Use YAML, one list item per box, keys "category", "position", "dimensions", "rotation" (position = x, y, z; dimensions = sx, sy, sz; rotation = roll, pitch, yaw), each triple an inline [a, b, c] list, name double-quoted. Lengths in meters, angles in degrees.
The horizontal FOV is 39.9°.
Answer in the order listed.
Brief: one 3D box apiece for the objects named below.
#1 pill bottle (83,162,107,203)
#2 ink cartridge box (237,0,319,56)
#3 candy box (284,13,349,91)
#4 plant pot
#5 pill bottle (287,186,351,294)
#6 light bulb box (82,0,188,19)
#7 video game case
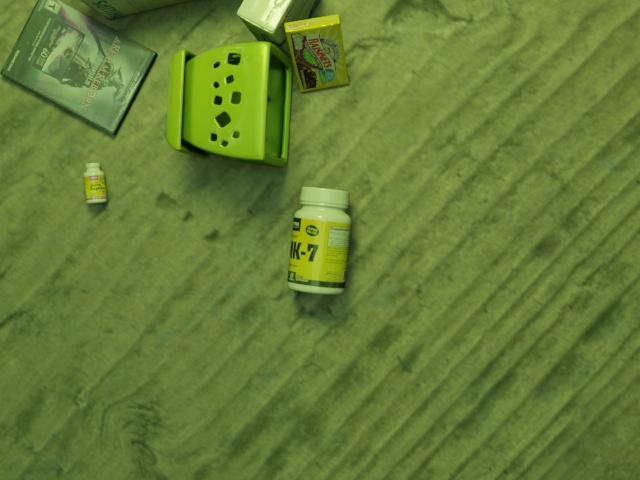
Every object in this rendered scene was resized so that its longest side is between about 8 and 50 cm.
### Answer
- category: "pill bottle"
  position: [-0.472, -0.119, 1.841]
  dimensions: [0.043, 0.043, 0.083]
  rotation: [-6, 91, 3]
- category: "ink cartridge box"
  position: [-0.076, -0.464, 1.731]
  dimensions: [0.086, 0.203, 0.148]
  rotation: [30, 92, 7]
- category: "candy box"
  position: [-0.004, -0.366, 1.736]
  dimensions: [0.105, 0.206, 0.027]
  rotation: [-11, 66, 3]
- category: "plant pot"
  position: [-0.180, -0.264, 1.739]
  dimensions: [0.207, 0.228, 0.227]
  rotation: [3, 91, 10]
- category: "pill bottle"
  position: [0.000, 0.000, 1.781]
  dimensions: [0.119, 0.119, 0.208]
  rotation: [6, 91, 3]
- category: "light bulb box"
  position: [-0.317, -0.662, 1.732]
  dimensions: [0.361, 0.225, 0.357]
  rotation: [-12, 91, 4]
- category: "video game case"
  position: [-0.507, -0.371, 1.849]
  dimensions: [0.274, 0.026, 0.196]
  rotation: [28, 93, 3]
